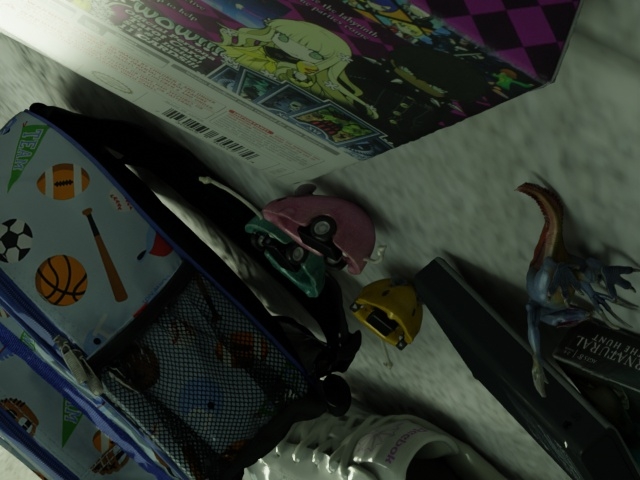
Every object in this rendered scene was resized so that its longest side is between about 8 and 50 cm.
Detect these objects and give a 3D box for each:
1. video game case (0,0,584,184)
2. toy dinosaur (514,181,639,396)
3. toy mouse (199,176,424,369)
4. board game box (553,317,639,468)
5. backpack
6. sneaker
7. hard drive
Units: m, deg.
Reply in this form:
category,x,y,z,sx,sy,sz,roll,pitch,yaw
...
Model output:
category,x,y,z,sx,sy,sz,roll,pitch,yaw
video game case,-0.063,-0.099,0.462,0.232,0.042,0.210,28,165,-17
toy dinosaur,0.102,0.016,0.580,0.082,0.047,0.090,178,76,-81
toy mouse,0.000,0.000,0.746,0.143,0.031,0.161,38,165,6
board game box,0.195,0.101,0.587,0.186,0.026,0.126,20,157,50
backpack,-0.141,0.044,0.908,0.263,0.213,0.276,52,166,-8
sneaker,0.039,0.155,1.010,0.305,0.114,0.152,26,147,28
hard drive,0.101,0.074,0.665,0.135,0.022,0.094,47,176,44
